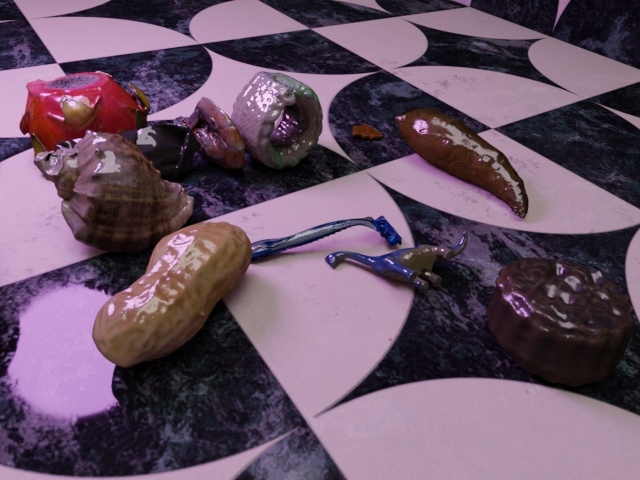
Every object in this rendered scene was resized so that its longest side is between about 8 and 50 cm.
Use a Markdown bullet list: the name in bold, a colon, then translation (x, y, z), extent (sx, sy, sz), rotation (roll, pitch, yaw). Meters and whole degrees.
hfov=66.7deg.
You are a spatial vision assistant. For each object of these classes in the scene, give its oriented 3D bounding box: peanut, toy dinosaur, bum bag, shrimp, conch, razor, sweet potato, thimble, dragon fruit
- **peanut**: translation (-0.230, 0.077, 0.794), extent (0.149, 0.149, 0.313), rotation (20, 48, 16)
- **toy dinosaur**: translation (0.159, 0.024, 0.958), extent (0.248, 0.075, 0.188), rotation (-30, 41, -28)
- **bum bag**: translation (-0.417, -0.177, 1.087), extent (0.327, 0.142, 0.080), rotation (-20, 15, -33)
- **shrimp**: translation (-0.282, -0.278, 1.187), extent (0.062, 0.164, 0.317), rotation (-27, 43, -33)
- **conch**: translation (-0.386, -0.105, 0.924), extent (0.292, 0.159, 0.210), rotation (11, 53, -16)
- **razor**: translation (0.001, -0.010, 0.981), extent (0.325, 0.056, 0.093), rotation (-9, 37, -15)
- **sweet potato**: translation (0.361, -0.209, 1.216), extent (0.131, 0.130, 0.423), rotation (-29, 61, -34)
- **thimble**: translation (-0.106, -0.292, 1.178), extent (0.219, 0.218, 0.150), rotation (-29, 53, -34)
- **dragon fruit**: translation (-0.553, -0.295, 1.151), extent (0.291, 0.189, 0.290), rotation (4, 41, -3)

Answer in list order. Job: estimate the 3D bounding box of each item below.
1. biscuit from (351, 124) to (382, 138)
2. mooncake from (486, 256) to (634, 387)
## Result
- **biscuit**: translation (0.133, -0.304, 1.375), extent (0.092, 0.016, 0.082), rotation (22, 38, 17)
- **mooncake**: translation (0.403, 0.122, 0.822), extent (0.229, 0.124, 0.228), rotation (3, 39, -2)
